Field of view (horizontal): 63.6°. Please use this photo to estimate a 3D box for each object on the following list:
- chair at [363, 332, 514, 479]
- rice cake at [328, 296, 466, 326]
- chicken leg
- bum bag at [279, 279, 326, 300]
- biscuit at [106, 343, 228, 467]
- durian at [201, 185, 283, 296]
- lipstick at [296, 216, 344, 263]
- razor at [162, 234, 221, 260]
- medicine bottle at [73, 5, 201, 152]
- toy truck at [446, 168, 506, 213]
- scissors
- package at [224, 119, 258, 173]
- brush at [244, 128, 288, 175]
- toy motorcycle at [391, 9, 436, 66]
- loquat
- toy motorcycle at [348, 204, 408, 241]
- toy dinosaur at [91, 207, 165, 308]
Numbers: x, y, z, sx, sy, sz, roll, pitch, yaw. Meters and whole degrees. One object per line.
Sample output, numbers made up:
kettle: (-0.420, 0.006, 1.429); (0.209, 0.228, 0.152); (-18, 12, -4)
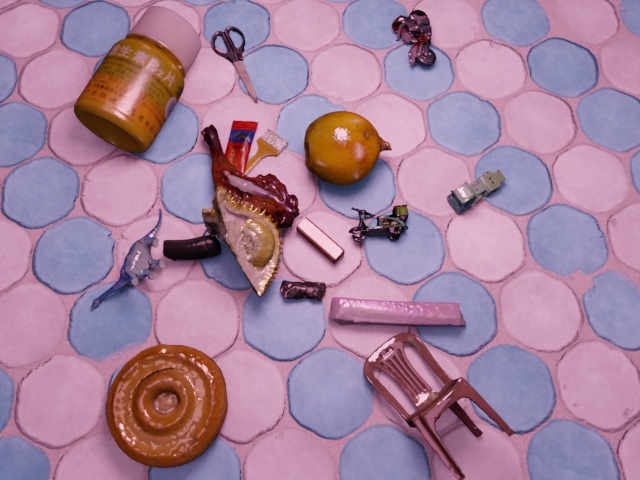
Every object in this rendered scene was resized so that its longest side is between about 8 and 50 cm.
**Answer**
chair: (0.259, 0.368, 1.226); (0.176, 0.183, 0.326); (-37, 76, -13)
rice cake: (0.203, 0.191, 1.353); (0.365, 0.056, 0.072); (3, 73, 1)
chicken leg: (-0.224, -0.172, 1.434); (0.158, 0.096, 0.407); (-42, 71, -15)
bum bag: (-0.047, 0.133, 1.383); (0.125, 0.034, 0.057); (0, 57, -1)
biscuit: (-0.375, 0.397, 1.260); (0.297, 0.102, 0.296); (-1, 69, 2)
durian: (-0.209, -0.013, 1.329); (0.172, 0.306, 0.166); (-3, 30, 28)
lipstick: (0.000, 0.000, 1.423); (0.145, 0.045, 0.045); (42, 78, 12)
razor: (-0.347, 0.021, 1.392); (0.148, 0.090, 0.054); (-6, 70, 0)
medicine bottle: (-0.512, -0.464, 1.489); (0.225, 0.224, 0.384); (21, 71, 7)
toy truck: (0.448, -0.149, 1.456); (0.175, 0.081, 0.067); (-30, 76, -10)
scissors: (-0.254, -0.551, 1.626); (0.109, 0.022, 0.299); (-24, 74, -4)
package: (-0.244, -0.266, 1.523); (0.083, 0.022, 0.200); (8, 72, 11)
brush: (-0.190, -0.240, 1.524); (0.083, 0.011, 0.205); (38, 76, 13)
toy motorcycle: (0.293, -0.638, 1.623); (0.123, 0.082, 0.213); (-5, 70, -3)
loquat: (0.077, -0.261, 1.436); (0.246, 0.213, 0.213); (-4, 71, -4)
toy motorcycle: (0.161, -0.047, 1.435); (0.173, 0.058, 0.100); (-5, 64, -3)
toy dinosaur: (-0.482, 0.059, 1.384); (0.144, 0.076, 0.329); (16, 69, 39)
